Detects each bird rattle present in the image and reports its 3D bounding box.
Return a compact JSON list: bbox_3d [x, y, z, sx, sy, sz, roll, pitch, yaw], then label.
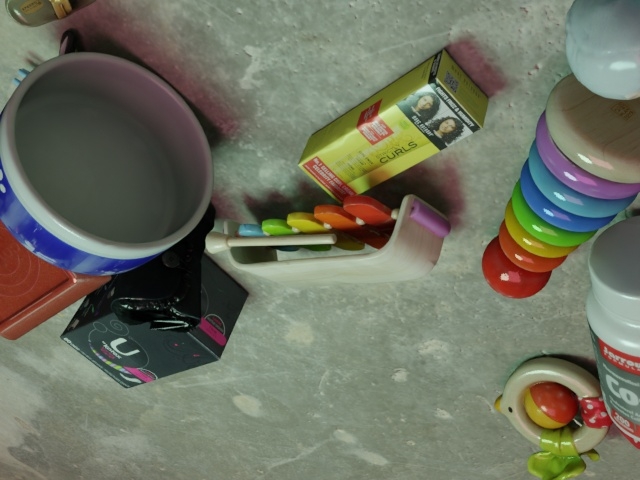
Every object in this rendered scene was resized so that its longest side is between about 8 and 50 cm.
[{"bbox_3d":[0.381,0.267,1.174,0.207,0.143,0.253,37,137,9],"label":"bird rattle"}]

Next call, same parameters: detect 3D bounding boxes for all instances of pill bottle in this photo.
[{"bbox_3d":[0.420,0.116,0.955,0.161,0.161,0.283,-3,134,27],"label":"pill bottle"}]

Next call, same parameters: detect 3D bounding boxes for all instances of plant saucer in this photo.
[{"bbox_3d":[-0.513,0.022,1.253,0.258,0.048,0.259,-30,102,23],"label":"plant saucer"}]

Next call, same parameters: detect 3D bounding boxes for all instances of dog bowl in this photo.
[{"bbox_3d":[-0.272,-0.094,0.962,0.265,0.265,0.104,39,139,-19],"label":"dog bowl"}]

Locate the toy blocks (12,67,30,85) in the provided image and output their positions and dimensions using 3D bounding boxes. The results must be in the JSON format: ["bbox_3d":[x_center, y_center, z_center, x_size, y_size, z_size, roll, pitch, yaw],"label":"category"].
[{"bbox_3d":[-0.370,-0.170,1.085,0.148,0.054,0.123,35,138,-15],"label":"toy blocks"}]

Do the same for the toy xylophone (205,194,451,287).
[{"bbox_3d":[0.000,0.000,1.017,0.322,0.081,0.236,-3,163,26],"label":"toy xylophone"}]

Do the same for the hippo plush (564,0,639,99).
[{"bbox_3d":[0.280,-0.254,0.629,0.294,0.234,0.236,-33,148,-2],"label":"hippo plush"}]

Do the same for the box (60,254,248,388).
[{"bbox_3d":[-0.283,0.129,1.303,0.270,0.143,0.165,-24,122,40],"label":"box"}]

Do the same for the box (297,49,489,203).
[{"bbox_3d":[0.081,-0.129,0.921,0.087,0.058,0.232,42,137,-23],"label":"box"}]

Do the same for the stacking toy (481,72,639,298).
[{"bbox_3d":[0.275,-0.039,0.895,0.141,0.141,0.330,20,147,4],"label":"stacking toy"}]

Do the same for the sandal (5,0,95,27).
[{"bbox_3d":[-0.327,-0.298,0.930,0.180,0.049,0.072,-14,127,35],"label":"sandal"}]

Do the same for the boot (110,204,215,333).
[{"bbox_3d":[-0.259,0.003,1.067,0.246,0.207,0.094,30,137,-31],"label":"boot"}]

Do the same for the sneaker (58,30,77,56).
[{"bbox_3d":[-0.326,-0.239,1.014,0.035,0.031,0.083,5,138,-18],"label":"sneaker"}]
